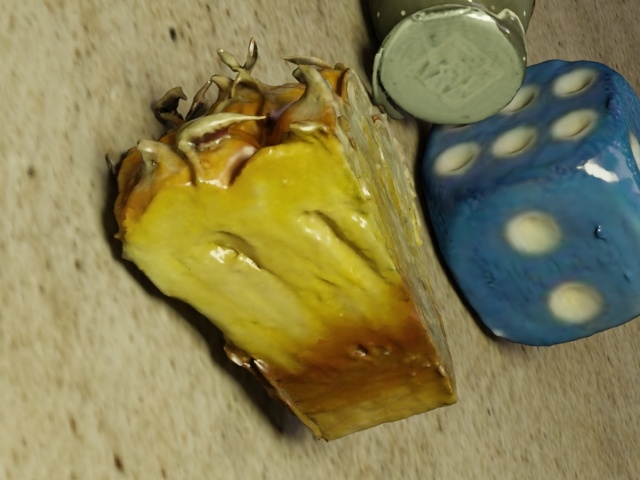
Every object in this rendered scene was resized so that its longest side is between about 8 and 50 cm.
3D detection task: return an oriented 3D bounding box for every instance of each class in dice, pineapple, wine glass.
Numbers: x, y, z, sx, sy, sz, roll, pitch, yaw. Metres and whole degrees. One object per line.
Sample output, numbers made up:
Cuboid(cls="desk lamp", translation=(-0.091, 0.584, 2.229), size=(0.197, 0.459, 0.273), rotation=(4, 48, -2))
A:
Cuboid(cls="dice", translation=(0.156, -0.025, 1.167), size=(0.146, 0.143, 0.146), rotation=(59, 23, -30))
Cuboid(cls="pineapple", translation=(0.000, 0.000, 0.842), size=(0.236, 0.114, 0.186), rotation=(14, 57, -66))
Cuboid(cls="wine glass", translation=(0.087, -0.174, 1.181), size=(0.111, 0.111, 0.204), rotation=(52, 29, -35))

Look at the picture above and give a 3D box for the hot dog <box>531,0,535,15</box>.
Cuboid(cls="hot dog", translation=(0.134, -0.200, 1.375), size=(0.090, 0.060, 0.140), rotation=(56, 29, -18))
